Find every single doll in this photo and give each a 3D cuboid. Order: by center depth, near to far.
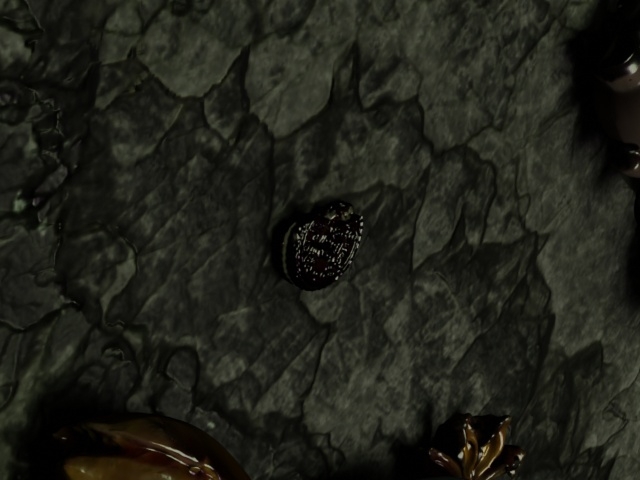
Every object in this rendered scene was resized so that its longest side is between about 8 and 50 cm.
[{"bbox_3d":[0.332,-0.121,1.855,0.182,0.117,0.257,-53,141,-15],"label":"doll"}]

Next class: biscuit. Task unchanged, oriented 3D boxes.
[{"bbox_3d":[0.000,0.000,1.581,0.089,0.027,0.087,-54,143,-16],"label":"biscuit"}]

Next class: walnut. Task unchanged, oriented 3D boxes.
[{"bbox_3d":[-0.120,0.200,1.452,0.137,0.137,0.245,-60,149,-9],"label":"walnut"}]

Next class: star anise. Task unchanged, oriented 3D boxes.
[{"bbox_3d":[0.113,0.265,1.823,0.177,0.073,0.234,39,72,-53],"label":"star anise"}]

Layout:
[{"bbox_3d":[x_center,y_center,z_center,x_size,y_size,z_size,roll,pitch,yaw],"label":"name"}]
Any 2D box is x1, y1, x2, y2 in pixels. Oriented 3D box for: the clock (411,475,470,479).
[{"bbox_3d":[0.065,0.354,1.749,0.319,0.066,0.318,-21,134,-24],"label":"clock"}]
